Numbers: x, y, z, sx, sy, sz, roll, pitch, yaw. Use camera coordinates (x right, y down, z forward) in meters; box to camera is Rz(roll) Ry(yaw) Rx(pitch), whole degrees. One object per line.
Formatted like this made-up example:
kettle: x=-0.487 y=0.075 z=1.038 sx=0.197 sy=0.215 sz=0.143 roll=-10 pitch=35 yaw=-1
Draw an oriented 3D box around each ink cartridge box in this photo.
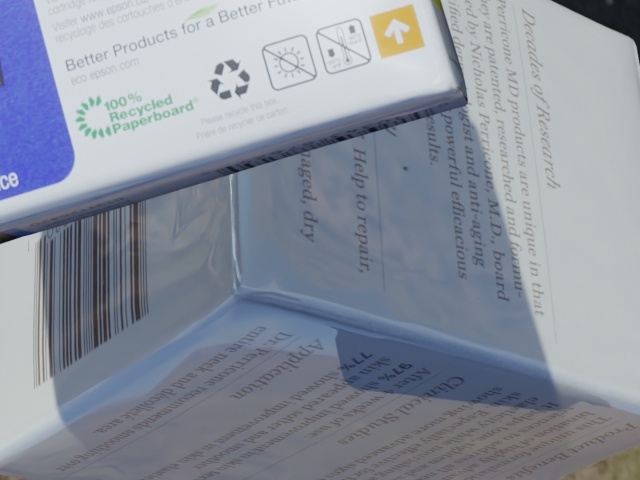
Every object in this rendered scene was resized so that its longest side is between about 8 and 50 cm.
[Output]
ink cartridge box: x=-0.126 y=-0.160 z=0.714 sx=0.303 sy=0.072 sz=0.307 roll=-16 pitch=83 yaw=9

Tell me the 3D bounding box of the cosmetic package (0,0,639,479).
cosmetic package: x=0.000 y=0.000 z=1.237 sx=0.393 sy=0.327 sz=0.329 roll=18 pitch=145 yaw=-35
